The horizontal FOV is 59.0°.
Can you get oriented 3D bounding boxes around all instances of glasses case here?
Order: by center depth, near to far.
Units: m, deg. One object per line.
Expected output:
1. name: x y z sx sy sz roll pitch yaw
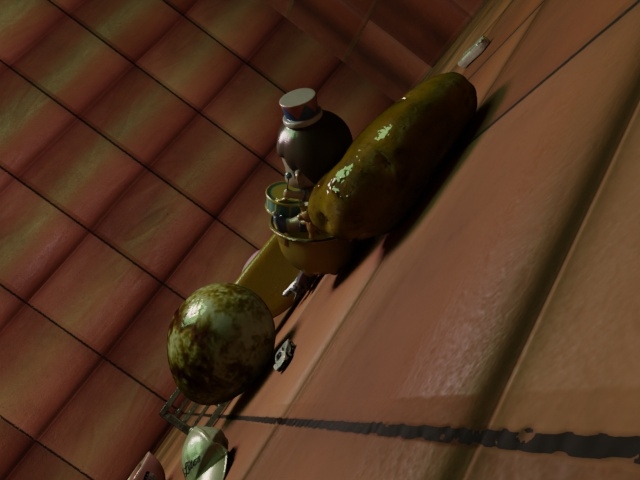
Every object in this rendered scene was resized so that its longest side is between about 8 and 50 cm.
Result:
1. glasses case: -0.107 0.083 1.623 0.371 0.173 0.141 -52 4 -19

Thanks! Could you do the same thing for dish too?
1. dish: -0.475 0.668 1.493 0.213 0.090 0.213 -55 5 8

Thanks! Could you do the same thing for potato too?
1. potato: 0.136 -0.141 0.956 0.369 0.195 0.176 -47 47 -9

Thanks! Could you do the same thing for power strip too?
1. power strip: 0.444 -0.547 1.653 0.048 0.030 0.191 -55 4 -4

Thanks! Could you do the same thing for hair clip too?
1. hair clip: -0.037 0.076 1.504 0.187 0.056 0.146 -62 -18 -10

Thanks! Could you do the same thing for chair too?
1. chair: -0.287 0.373 1.510 0.270 0.136 0.147 -55 3 -8

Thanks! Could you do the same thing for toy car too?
1. toy car: -0.071 0.218 1.076 0.041 0.025 0.093 -54 3 10

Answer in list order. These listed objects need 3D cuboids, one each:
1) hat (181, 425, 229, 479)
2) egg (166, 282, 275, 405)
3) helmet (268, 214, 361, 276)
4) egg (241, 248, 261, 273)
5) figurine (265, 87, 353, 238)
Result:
1. hat: -0.197 0.372 0.922 0.122 0.081 0.166 -54 13 27
2. egg: -0.228 0.234 1.271 0.289 0.238 0.238 -62 0 20
3. helmet: 0.000 0.000 1.200 0.257 0.205 0.140 -84 -10 -66
4. egg: -0.202 0.145 2.072 0.271 0.196 0.196 -45 7 27
5. figurine: -0.024 -0.147 1.056 0.161 0.158 0.276 -40 -32 -51
